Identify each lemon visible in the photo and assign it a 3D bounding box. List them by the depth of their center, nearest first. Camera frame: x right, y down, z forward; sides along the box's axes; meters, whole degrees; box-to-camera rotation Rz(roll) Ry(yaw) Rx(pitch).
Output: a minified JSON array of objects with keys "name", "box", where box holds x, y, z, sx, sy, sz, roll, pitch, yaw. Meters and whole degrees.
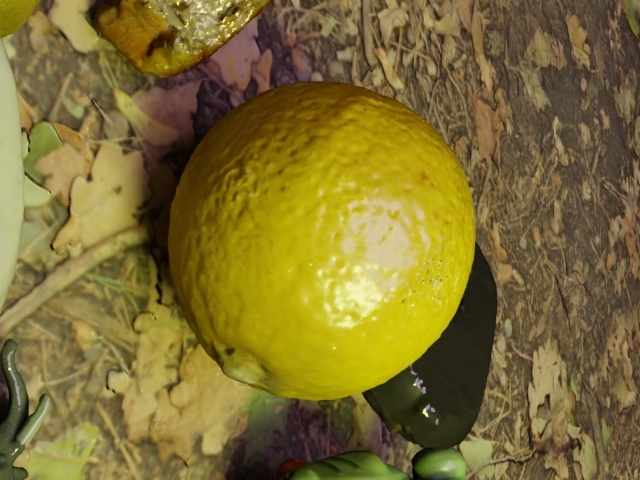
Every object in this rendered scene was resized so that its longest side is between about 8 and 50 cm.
[{"name":"lemon","box":[0.001,-0.001,0.755,0.293,0.293,0.293,5,84,-50]}]

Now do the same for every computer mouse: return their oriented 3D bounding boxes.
[{"name":"computer mouse","box":[0.112,0.095,0.973,0.183,0.116,0.323,42,38,-15]}]

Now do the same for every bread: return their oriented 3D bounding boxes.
[{"name":"bread","box":[-0.042,-0.292,0.788,0.109,0.185,0.380,53,50,-26]}]

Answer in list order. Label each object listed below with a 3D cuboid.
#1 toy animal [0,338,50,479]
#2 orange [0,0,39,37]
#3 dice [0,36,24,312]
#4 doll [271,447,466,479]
[{"name":"toy animal","box":[-0.241,0.213,0.587,0.137,0.082,0.269,58,38,-33]},{"name":"orange","box":[-0.242,-0.188,0.615,0.095,0.085,0.085,-44,120,-40]},{"name":"dice","box":[-0.309,-0.021,0.390,0.259,0.251,0.243,-8,93,-50]},{"name":"doll","box":[0.045,0.299,0.837,0.322,0.198,0.186,8,56,-47]}]
